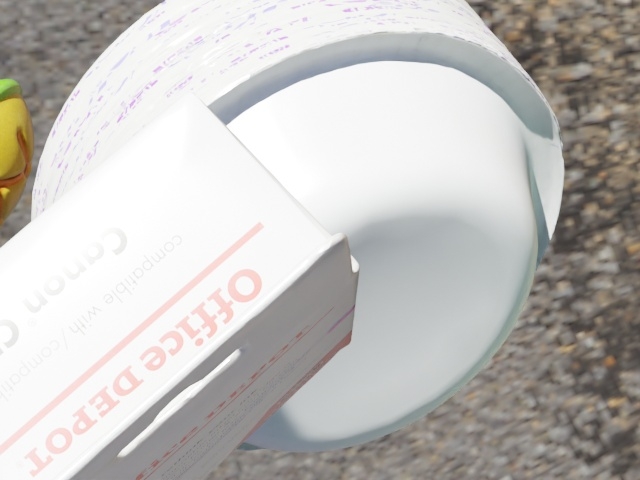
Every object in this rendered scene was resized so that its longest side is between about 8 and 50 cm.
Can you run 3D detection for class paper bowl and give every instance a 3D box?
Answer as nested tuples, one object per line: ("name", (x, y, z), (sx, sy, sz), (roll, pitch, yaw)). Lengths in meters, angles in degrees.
("paper bowl", (0.000, 0.000, 0.959), (0.284, 0.284, 0.148), (-61, 42, 27))

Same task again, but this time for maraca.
("maraca", (-0.245, -0.026, 1.081), (0.099, 0.127, 0.186), (42, 87, 5))

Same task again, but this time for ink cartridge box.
("ink cartridge box", (-0.052, 0.030, 0.499), (0.115, 0.198, 0.067), (-42, 82, -7))
